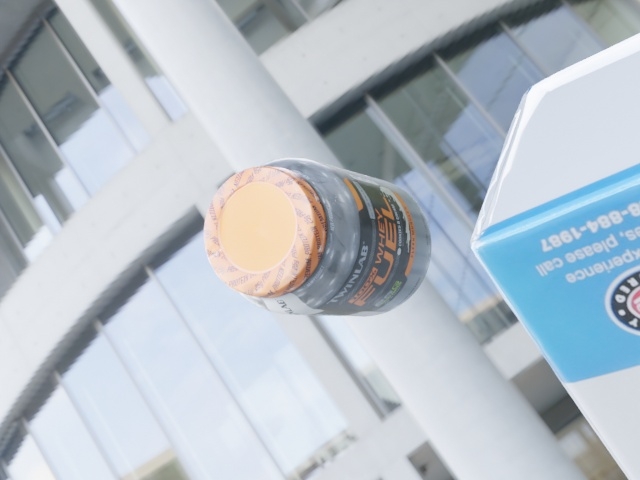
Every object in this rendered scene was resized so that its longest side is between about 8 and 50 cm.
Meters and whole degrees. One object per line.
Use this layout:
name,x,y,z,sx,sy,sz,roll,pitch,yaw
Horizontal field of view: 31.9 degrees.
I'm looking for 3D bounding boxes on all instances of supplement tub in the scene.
supplement tub,0.000,0.000,1.424,0.193,0.193,0.316,-45,-22,18

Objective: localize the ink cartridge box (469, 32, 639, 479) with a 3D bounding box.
ink cartridge box,0.303,0.060,0.539,0.285,0.395,0.166,-24,22,32
